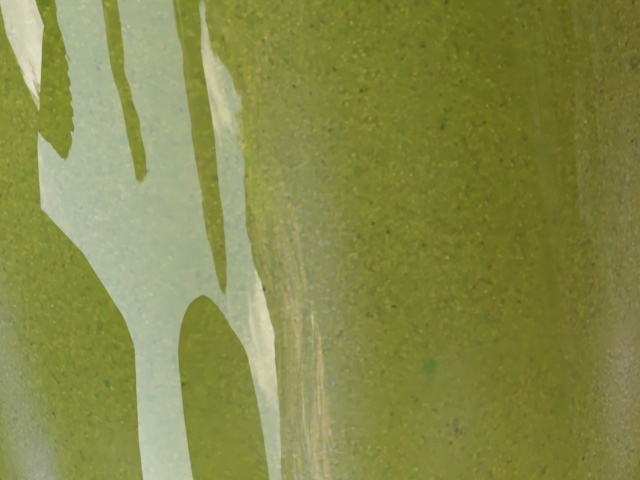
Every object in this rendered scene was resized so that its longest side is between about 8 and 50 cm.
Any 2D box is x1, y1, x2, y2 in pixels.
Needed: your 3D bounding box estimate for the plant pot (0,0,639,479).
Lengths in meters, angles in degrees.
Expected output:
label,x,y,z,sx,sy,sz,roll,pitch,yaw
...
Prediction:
label,x,y,z,sx,sy,sz,roll,pitch,yaw
plant pot,0.000,0.000,0.741,0.366,0.353,0.366,-7,175,-1
